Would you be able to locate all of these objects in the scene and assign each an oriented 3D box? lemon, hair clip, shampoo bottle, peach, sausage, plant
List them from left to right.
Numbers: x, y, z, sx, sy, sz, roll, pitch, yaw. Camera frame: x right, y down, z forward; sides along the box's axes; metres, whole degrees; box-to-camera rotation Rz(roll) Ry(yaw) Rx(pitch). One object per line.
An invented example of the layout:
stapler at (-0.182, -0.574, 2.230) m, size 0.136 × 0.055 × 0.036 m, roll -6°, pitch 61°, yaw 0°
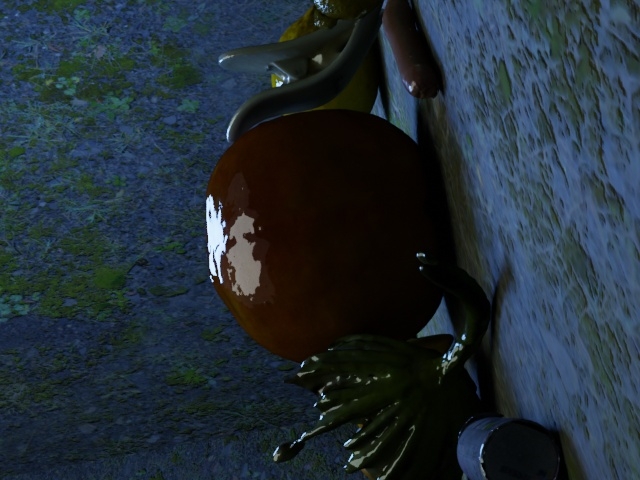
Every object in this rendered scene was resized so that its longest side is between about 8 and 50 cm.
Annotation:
hair clip at (-0.015, -0.236, 1.337) m, size 0.172 × 0.282 × 0.113 m, roll 97°, pitch 150°, yaw -85°
peach at (0.000, 0.000, 1.306) m, size 0.343 × 0.301 × 0.343 m, roll -9°, pitch -90°, yaw -88°
lemon at (0.009, -0.280, 1.706) m, size 0.188 × 0.188 × 0.257 m, roll -101°, pitch 7°, yaw -70°
sausage at (0.098, -0.215, 1.116) m, size 0.186 × 0.043 × 0.043 m, roll -100°, pitch 1°, yaw -47°
plant at (0.120, 0.166, 1.058) m, size 0.333 × 0.251 × 0.180 m, roll -37°, pitch 42°, yaw 57°
shampoo bottle at (0.159, 0.188, 0.881) m, size 0.214 × 0.072 × 0.072 m, roll 83°, pitch 177°, yaw -80°

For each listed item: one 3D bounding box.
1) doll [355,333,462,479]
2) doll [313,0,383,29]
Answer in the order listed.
doll at (0.121, 0.246, 1.416) m, size 0.270 × 0.162 × 0.167 m, roll 72°, pitch -144°, yaw -49°
doll at (0.020, -0.373, 1.223) m, size 0.097 × 0.137 × 0.209 m, roll -1°, pitch -106°, yaw -59°
